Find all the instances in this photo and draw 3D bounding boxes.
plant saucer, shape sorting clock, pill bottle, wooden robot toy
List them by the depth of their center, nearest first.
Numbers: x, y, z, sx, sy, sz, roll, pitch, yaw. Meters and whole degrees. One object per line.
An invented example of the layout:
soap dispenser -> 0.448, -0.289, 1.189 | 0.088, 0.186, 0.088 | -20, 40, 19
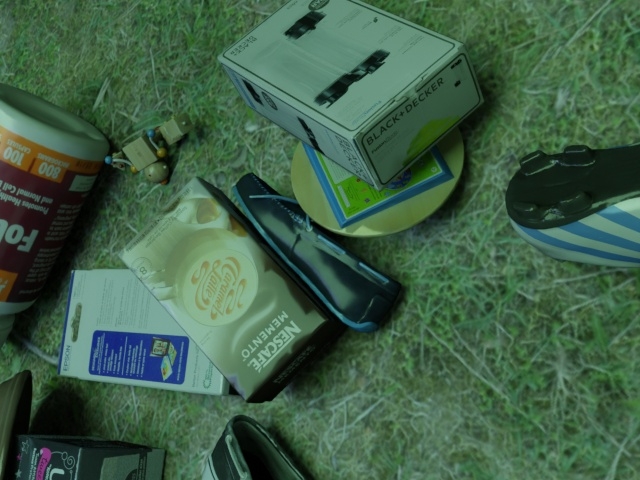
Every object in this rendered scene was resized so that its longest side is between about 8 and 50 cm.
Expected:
shape sorting clock -> 0.066, -0.091, 1.107 | 0.206, 0.040, 0.206 | -10, 58, 16
plant saucer -> -0.455, 0.322, 1.351 | 0.278, 0.041, 0.277 | -172, 90, -78
wooden robot toy -> -0.239, -0.123, 1.392 | 0.173, 0.076, 0.079 | -25, 101, 31
pill bottle -> -0.507, -0.026, 1.459 | 0.224, 0.224, 0.392 | 35, 102, 37

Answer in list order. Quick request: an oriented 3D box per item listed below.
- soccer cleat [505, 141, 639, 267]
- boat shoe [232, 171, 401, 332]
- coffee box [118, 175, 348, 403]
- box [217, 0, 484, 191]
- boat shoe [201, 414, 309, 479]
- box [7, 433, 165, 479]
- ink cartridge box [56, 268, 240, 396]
soccer cleat -> 0.337, -0.038, 0.866 | 0.331, 0.143, 0.116 | -3, 60, 37
boat shoe -> 0.000, 0.000, 1.155 | 0.089, 0.109, 0.258 | -47, 73, 7
coffee box -> -0.106, 0.060, 1.147 | 0.141, 0.098, 0.246 | -46, 73, 3
box -> 0.028, -0.189, 1.103 | 0.169, 0.087, 0.290 | -42, 44, -12
boat shoe -> -0.028, 0.322, 1.082 | 0.306, 0.113, 0.104 | 48, 124, 44
box -> -0.320, 0.392, 1.259 | 0.142, 0.163, 0.247 | 1, 80, 36
ink cartridge box -> -0.229, 0.123, 1.314 | 0.333, 0.065, 0.165 | 0, 80, 36
